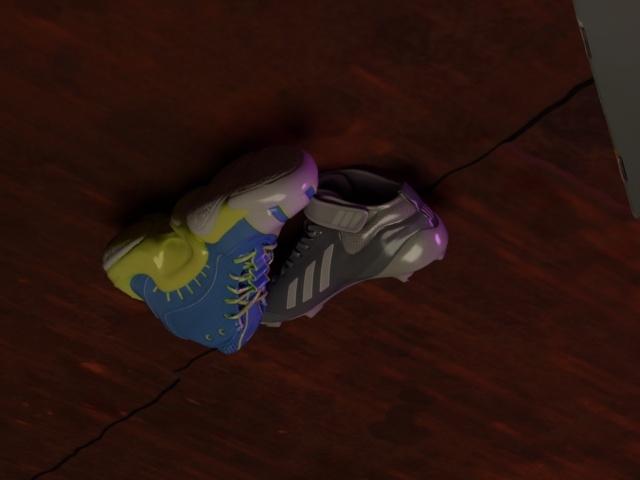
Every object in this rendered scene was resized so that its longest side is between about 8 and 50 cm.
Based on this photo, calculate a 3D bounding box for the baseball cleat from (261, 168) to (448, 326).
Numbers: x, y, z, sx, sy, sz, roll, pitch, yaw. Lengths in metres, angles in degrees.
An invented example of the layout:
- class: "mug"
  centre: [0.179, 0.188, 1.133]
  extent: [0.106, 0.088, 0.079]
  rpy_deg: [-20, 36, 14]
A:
- class: "baseball cleat"
  centre: [0.000, 0.000, 1.100]
  extent: [0.206, 0.072, 0.109]
  rpy_deg: [-23, 119, 31]

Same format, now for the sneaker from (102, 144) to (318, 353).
- class: "sneaker"
  centre: [-0.062, 0.013, 1.070]
  extent: [0.240, 0.091, 0.126]
  rpy_deg: [-21, 111, 48]

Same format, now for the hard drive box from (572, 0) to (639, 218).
- class: "hard drive box"
  centre: [0.182, -0.158, 0.697]
  extent: [0.089, 0.232, 0.181]
  rpy_deg: [-7, 141, 19]
